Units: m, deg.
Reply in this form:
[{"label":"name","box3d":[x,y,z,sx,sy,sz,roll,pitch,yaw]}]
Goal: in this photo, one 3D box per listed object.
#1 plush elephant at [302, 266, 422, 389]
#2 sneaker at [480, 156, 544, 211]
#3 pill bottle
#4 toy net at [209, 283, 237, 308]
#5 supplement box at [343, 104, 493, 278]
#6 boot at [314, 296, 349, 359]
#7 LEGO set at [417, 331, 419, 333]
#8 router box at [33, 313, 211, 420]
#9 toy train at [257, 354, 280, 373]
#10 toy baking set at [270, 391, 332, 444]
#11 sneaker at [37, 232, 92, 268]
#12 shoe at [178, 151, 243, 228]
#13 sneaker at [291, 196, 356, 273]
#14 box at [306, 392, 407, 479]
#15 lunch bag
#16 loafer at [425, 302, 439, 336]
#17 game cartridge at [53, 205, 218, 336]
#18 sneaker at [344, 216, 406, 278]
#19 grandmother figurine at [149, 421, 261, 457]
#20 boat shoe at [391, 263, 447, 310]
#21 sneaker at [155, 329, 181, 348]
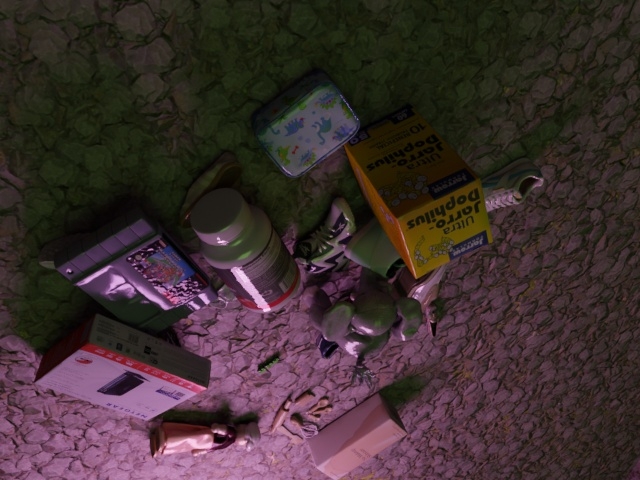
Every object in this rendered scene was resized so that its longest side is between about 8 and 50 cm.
[{"label":"plush elephant","box3d":[0.117,0.185,1.669,0.271,0.330,0.255,3,139,-14]},{"label":"sneaker","box3d":[0.496,-0.132,1.737,0.228,0.092,0.087,-37,132,10]},{"label":"pill bottle","box3d":[-0.178,0.024,1.515,0.176,0.176,0.318,-28,139,1]},{"label":"toy net","box3d":[-0.325,0.159,1.674,0.232,0.045,0.122,9,122,-27]},{"label":"supplement box","box3d":[0.212,-0.122,1.460,0.194,0.356,0.195,-26,131,-1]},{"label":"boot","box3d":[0.053,0.259,1.872,0.069,0.086,0.190,16,119,-30]},{"label":"LEGO set","box3d":[0.276,0.280,2.023,0.083,0.023,0.054,37,105,-24]},{"label":"router box","box3d":[-0.503,0.337,1.633,0.335,0.082,0.301,30,134,-31]},{"label":"toy train","box3d":[-0.155,0.375,1.927,0.083,0.017,0.024,-35,140,7]},{"label":"toy baking set","box3d":[-0.068,0.605,2.130,0.196,0.030,0.256,15,119,-30]},{"label":"sneaker","box3d":[-0.527,0.036,1.478,0.235,0.090,0.095,-10,138,-12]},{"label":"shoe","box3d":[-0.262,-0.115,1.486,0.219,0.058,0.076,-46,151,21]},{"label":"sneaker","box3d":[0.000,0.000,1.644,0.153,0.094,0.235,-15,141,-21]},{"label":"box","box3d":[0.125,0.679,2.202,0.311,0.121,0.148,-37,131,8]},{"label":"lunch bag","box3d":[-0.033,-0.257,1.435,0.219,0.090,0.176,-37,129,8]},{"label":"loafer","box3d":[0.358,0.253,2.017,0.045,0.039,0.125,-14,130,-10]},{"label":"game cartridge","box3d":[-0.412,0.089,1.487,0.230,0.068,0.355,-27,140,5]},{"label":"sneaker","box3d":[0.196,-0.011,1.630,0.256,0.151,0.094,-46,156,-22]},{"label":"grandmother figurine","box3d":[-0.345,0.615,1.993,0.342,0.104,0.208,6,151,-28]},{"label":"boat shoe","box3d":[0.295,0.117,1.849,0.103,0.113,0.302,10,132,-29]},{"label":"sneaker","box3d":[-0.423,0.330,1.748,0.094,0.081,0.209,-14,128,-2]}]
